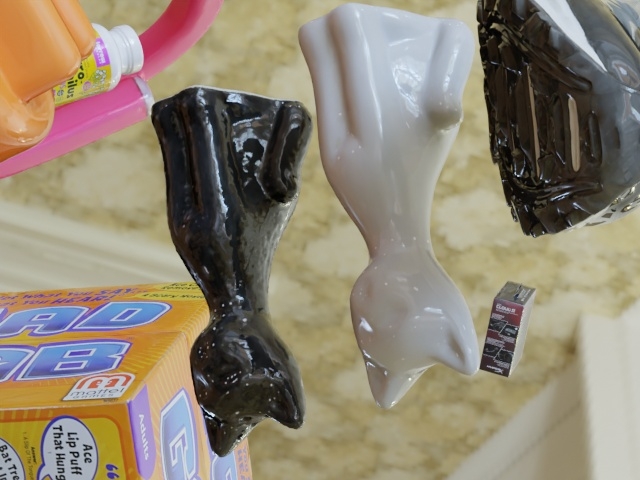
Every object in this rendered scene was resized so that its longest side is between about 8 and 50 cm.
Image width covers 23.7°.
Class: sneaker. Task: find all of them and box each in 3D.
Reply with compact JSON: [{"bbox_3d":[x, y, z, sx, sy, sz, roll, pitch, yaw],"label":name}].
[{"bbox_3d":[0.121,-0.068,0.636,0.271,0.108,0.100,-65,150,-77],"label":"sneaker"}]

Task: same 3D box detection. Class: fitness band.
[{"bbox_3d":[-0.197,-0.126,1.029,0.054,0.290,0.209,59,-15,21],"label":"fitness band"}]

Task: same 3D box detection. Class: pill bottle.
[{"bbox_3d":[-0.151,-0.107,0.928,0.043,0.083,0.043,35,-44,43],"label":"pill bottle"}]

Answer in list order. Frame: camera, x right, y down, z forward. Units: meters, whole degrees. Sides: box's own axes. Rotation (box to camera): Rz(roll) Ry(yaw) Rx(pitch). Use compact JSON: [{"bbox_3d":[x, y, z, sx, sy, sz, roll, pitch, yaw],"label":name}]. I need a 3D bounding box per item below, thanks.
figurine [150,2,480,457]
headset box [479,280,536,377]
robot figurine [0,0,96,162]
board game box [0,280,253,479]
[{"bbox_3d":[0.000,0.000,0.845,0.214,0.092,0.210,-22,-114,43],"label":"figurine"},{"bbox_3d":[0.181,0.081,1.466,0.062,0.032,0.083,-37,140,-67],"label":"headset box"},{"bbox_3d":[-0.231,-0.081,0.804,0.219,0.128,0.158,-24,-124,12],"label":"robot figurine"},{"bbox_3d":[-0.280,0.266,1.516,0.356,0.356,0.357,-56,141,-71],"label":"board game box"}]
